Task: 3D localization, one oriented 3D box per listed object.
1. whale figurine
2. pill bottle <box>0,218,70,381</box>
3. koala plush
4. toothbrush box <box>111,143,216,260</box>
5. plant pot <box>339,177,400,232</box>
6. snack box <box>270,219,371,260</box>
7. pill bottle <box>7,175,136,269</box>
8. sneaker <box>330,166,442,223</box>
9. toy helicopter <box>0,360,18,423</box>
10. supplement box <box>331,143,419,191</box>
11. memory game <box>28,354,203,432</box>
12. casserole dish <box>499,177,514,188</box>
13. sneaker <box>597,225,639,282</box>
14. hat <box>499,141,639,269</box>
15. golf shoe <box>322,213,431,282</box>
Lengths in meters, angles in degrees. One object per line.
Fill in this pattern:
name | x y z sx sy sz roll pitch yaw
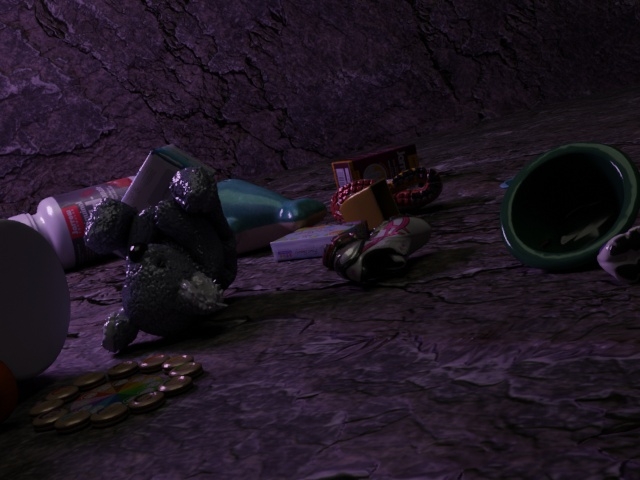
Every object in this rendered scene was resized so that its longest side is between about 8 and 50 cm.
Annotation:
whale figurine | -0.126 -0.056 1.552 0.272 0.141 0.216 -9 10 35
pill bottle | -0.525 0.097 0.995 0.392 0.224 0.224 -9 11 21
koala plush | -0.202 0.050 1.083 0.196 0.203 0.221 -21 30 9
toothbrush box | -0.332 -0.075 1.682 0.216 0.126 0.295 -58 8 5
plant pot | 0.084 -0.056 1.472 0.083 0.082 0.081 -20 6 28
snack box | 0.000 0.000 1.378 0.141 0.037 0.100 -7 13 34
pill bottle | -0.561 -0.033 1.917 0.318 0.176 0.176 -19 11 -28
sneaker | 0.129 -0.076 1.562 0.225 0.088 0.092 -11 -10 15
toy helicopter | -0.496 0.118 0.800 0.355 0.235 0.140 -11 10 14
supplement box | 0.133 -0.153 1.870 0.188 0.104 0.081 -18 11 -26
memory game | -0.215 0.157 0.855 0.186 0.012 0.186 -13 10 2
casserole dish | 0.406 -0.099 1.397 0.188 0.037 0.114 -12 10 4
sneaker | 0.370 -0.006 0.838 0.169 0.068 0.071 -13 4 7
hat | 0.338 -0.009 1.018 0.173 0.183 0.209 -15 49 31
golf shoe | 0.095 0.018 1.112 0.186 0.068 0.086 -20 39 -36
